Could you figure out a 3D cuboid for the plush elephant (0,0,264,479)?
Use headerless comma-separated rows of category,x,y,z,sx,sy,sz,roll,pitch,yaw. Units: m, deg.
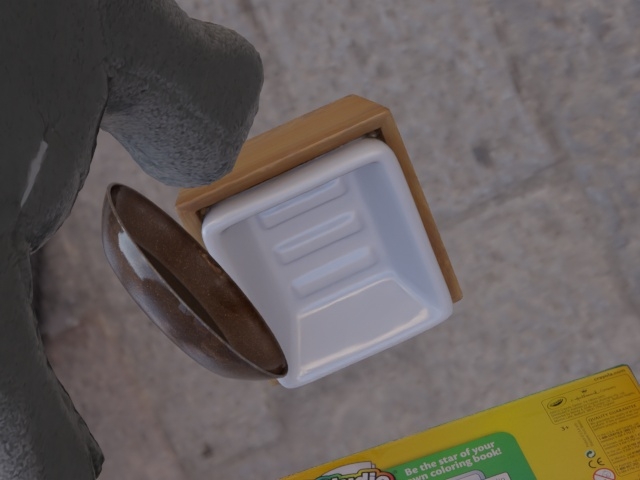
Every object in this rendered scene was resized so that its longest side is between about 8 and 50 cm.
plush elephant,-0.215,-0.044,0.604,0.255,0.271,0.330,2,151,26

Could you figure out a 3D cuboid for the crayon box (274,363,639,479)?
crayon box,0.090,0.194,0.991,0.165,0.278,0.081,-114,9,-46

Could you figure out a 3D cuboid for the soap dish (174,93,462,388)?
soap dish,0.000,0.000,1.715,0.118,0.229,0.291,-114,0,-46

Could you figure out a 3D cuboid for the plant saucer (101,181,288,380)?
plant saucer,-0.104,0.040,1.276,0.036,0.198,0.198,-43,71,8
